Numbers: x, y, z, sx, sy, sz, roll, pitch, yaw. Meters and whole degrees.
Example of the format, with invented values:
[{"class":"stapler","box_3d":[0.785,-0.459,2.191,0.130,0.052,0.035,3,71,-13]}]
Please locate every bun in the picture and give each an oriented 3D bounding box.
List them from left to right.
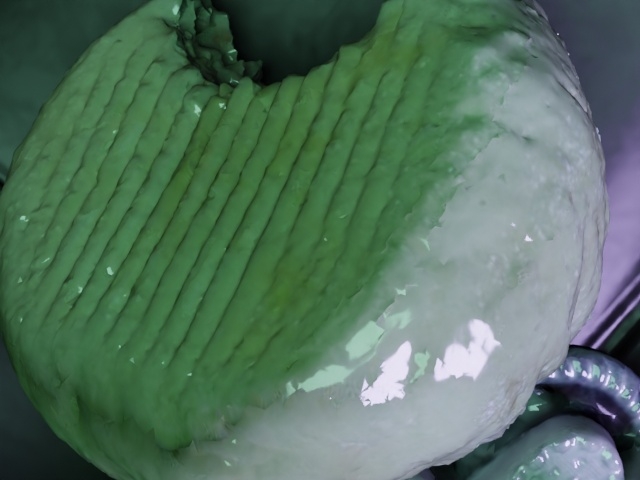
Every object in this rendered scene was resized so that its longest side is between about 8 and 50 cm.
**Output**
[{"class":"bun","box_3d":[0.000,0.000,0.590,0.204,0.212,0.126,-50,135,-6]}]

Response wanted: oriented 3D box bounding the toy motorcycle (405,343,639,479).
[{"class":"toy motorcycle","box_3d":[0.037,0.157,0.655,0.260,0.110,0.171,-40,111,9]}]
